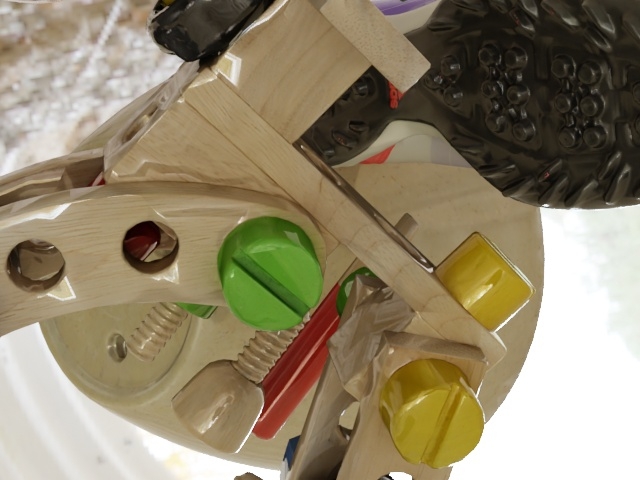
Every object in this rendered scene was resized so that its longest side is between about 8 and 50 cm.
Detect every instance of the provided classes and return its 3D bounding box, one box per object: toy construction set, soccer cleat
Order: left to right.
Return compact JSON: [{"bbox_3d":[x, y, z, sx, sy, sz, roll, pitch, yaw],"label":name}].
[{"bbox_3d":[0.000,0.000,0.539,0.237,0.257,0.309,-52,174,6],"label":"toy construction set"},{"bbox_3d":[0.091,-0.082,0.660,0.116,0.109,0.318,-18,-165,-34],"label":"soccer cleat"}]

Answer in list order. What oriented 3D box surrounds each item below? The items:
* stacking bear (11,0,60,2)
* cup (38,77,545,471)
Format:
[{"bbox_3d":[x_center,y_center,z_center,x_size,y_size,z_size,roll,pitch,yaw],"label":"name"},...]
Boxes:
[{"bbox_3d":[-0.190,-0.113,0.455,0.289,0.164,0.175,-27,155,-31],"label":"stacking bear"},{"bbox_3d":[-0.050,0.015,0.896,0.331,0.331,0.237,-8,179,41],"label":"cup"}]
